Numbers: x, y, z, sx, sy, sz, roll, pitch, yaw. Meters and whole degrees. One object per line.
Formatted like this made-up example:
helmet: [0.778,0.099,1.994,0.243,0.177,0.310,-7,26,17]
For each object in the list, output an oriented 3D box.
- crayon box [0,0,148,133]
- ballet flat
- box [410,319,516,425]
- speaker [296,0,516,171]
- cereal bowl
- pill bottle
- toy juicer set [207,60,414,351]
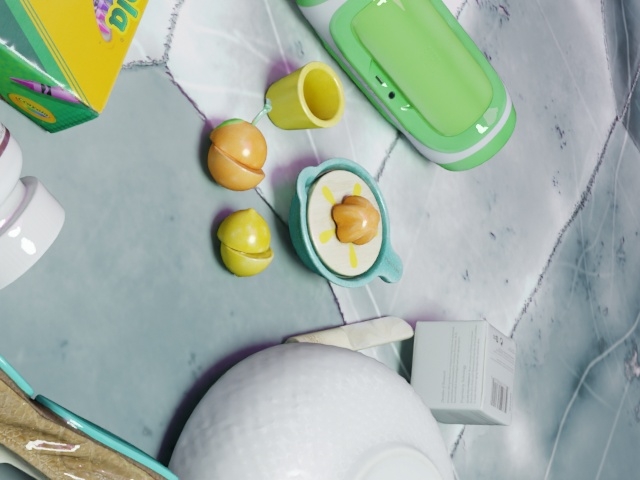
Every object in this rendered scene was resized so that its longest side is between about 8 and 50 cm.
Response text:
crayon box: [-0.225,-0.253,1.014,0.165,0.081,0.278,37,58,-36]
ballet flat: [-0.253,0.148,0.907,0.124,0.116,0.342,-54,126,-15]
box: [0.160,0.148,1.319,0.101,0.087,0.102,34,58,-56]
speaker: [0.095,-0.210,1.309,0.296,0.131,0.131,46,53,-31]
cereal bowl: [0.018,0.266,1.106,0.339,0.141,0.339,3,86,-44]
pill bottle: [-0.299,-0.067,0.872,0.221,0.121,0.121,51,50,-28]
toy juicer set: [0.000,0.000,1.195,0.209,0.089,0.329,-37,109,-44]
